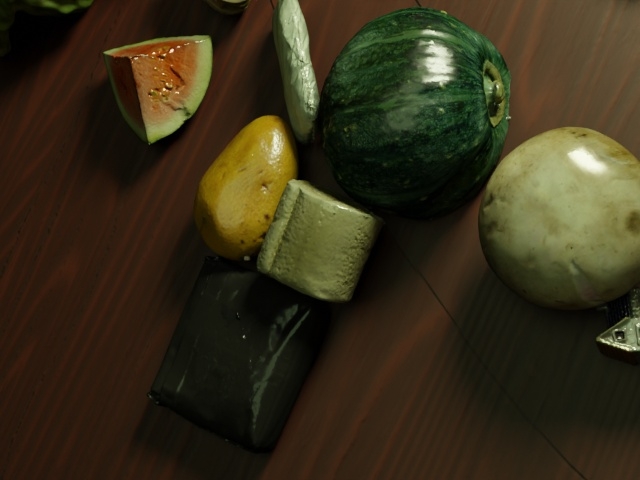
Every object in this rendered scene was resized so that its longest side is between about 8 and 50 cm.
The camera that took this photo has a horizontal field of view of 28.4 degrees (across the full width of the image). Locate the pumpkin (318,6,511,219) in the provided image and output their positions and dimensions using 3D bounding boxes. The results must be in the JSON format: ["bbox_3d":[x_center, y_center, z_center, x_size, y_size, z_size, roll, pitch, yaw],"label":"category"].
[{"bbox_3d":[0.115,-0.192,1.778,0.263,0.197,0.293,1,76,24],"label":"pumpkin"}]

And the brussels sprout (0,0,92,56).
[{"bbox_3d":[-0.517,-0.509,2.005,0.425,0.361,0.342,-38,71,8],"label":"brussels sprout"}]

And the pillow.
[{"bbox_3d":[-0.035,-0.260,1.894,0.051,0.128,0.229,-8,71,-11],"label":"pillow"}]

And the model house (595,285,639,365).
[{"bbox_3d":[0.407,0.106,1.651,0.100,0.088,0.101,-7,71,18],"label":"model house"}]

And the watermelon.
[{"bbox_3d":[-0.244,-0.260,1.994,0.145,0.137,0.193,-20,67,-21],"label":"watermelon"}]

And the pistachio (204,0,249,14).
[{"bbox_3d":[-0.160,-0.421,1.985,0.113,0.113,0.149,-35,67,10],"label":"pistachio"}]

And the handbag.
[{"bbox_3d":[-0.125,0.162,1.850,0.223,0.080,0.247,22,86,25],"label":"handbag"}]

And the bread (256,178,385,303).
[{"bbox_3d":[0.000,0.000,1.795,0.148,0.134,0.141,26,104,18],"label":"bread"}]

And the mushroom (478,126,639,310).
[{"bbox_3d":[0.333,-0.027,1.658,0.255,0.184,0.255,-7,72,21],"label":"mushroom"}]

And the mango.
[{"bbox_3d":[-0.109,-0.082,1.885,0.147,0.109,0.227,14,81,28],"label":"mango"}]
